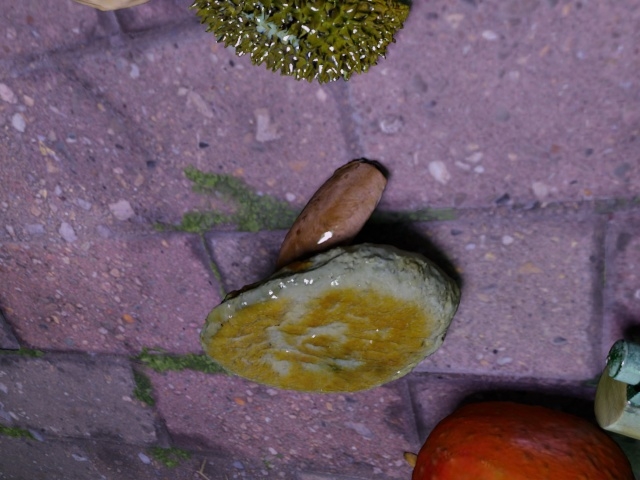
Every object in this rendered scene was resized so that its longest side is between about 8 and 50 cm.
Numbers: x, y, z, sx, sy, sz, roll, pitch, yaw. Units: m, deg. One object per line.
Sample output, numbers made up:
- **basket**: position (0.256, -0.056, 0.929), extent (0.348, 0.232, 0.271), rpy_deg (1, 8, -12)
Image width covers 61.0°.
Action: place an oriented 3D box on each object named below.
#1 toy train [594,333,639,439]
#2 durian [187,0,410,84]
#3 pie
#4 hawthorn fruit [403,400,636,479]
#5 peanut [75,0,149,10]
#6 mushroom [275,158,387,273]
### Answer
- **toy train**: position (0.455, 0.174, 0.578), extent (0.307, 0.127, 0.189), rpy_deg (14, 157, 12)
- **durian**: position (-0.041, -0.208, 0.505), extent (0.220, 0.095, 0.137), rpy_deg (27, 131, -2)
- **pie**: position (0.008, 0.108, 0.661), extent (0.323, 0.071, 0.323), rpy_deg (-4, 143, -3)
- **hawthorn fruit**: position (0.230, 0.326, 0.662), extent (0.299, 0.275, 0.276), rpy_deg (15, 128, 34)
- **peanut**: position (-0.273, -0.335, 0.488), extent (0.305, 0.147, 0.147), rpy_deg (40, 127, -7)
- **mushroom**: position (-0.001, -0.002, 0.639), extent (0.072, 0.094, 0.210), rpy_deg (30, 131, -3)
